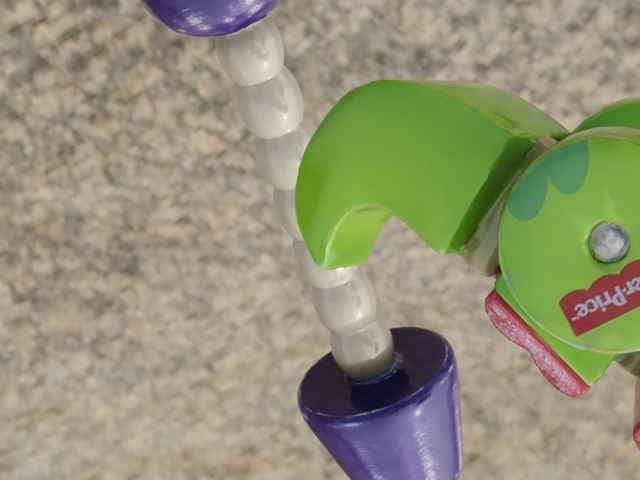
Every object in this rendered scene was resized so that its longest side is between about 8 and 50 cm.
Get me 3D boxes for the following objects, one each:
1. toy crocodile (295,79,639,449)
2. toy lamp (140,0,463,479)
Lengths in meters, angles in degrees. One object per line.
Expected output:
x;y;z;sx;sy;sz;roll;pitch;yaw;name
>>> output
0.147;0.045;0.575;0.340;0.115;0.105;33;108;7;toy crocodile
0.000;0.000;0.798;0.080;0.080;0.275;-26;116;-7;toy lamp
